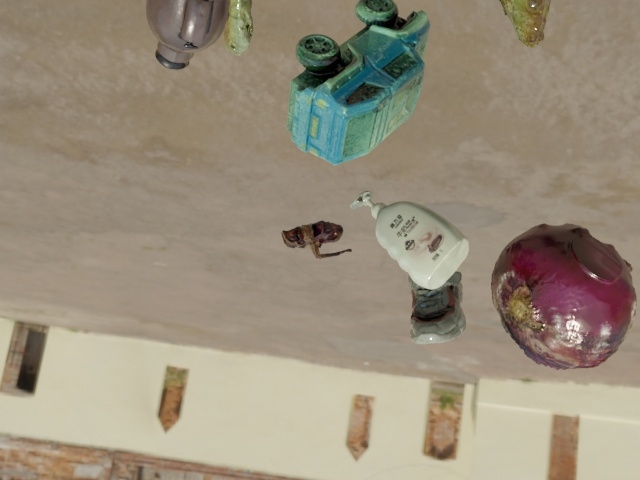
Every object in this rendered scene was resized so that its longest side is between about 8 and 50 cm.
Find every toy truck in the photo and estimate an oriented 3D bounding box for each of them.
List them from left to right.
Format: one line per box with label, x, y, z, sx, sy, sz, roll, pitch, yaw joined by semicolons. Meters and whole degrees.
toy truck;0.064;-0.244;1.115;0.156;0.279;0.155;35;145;19

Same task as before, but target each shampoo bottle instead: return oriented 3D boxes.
shampoo bottle;0.098;-0.014;0.851;0.152;0.077;0.045;44;-175;37

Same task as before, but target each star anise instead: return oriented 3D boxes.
star anise;0.000;0.000;1.508;0.191;0.070;0.097;3;155;-43

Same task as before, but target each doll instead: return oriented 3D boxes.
doll;-0.169;-0.347;0.977;0.117;0.182;0.257;2;156;-19

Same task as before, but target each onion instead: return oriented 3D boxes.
onion;0.307;0.045;0.860;0.198;0.173;0.135;-28;154;-26

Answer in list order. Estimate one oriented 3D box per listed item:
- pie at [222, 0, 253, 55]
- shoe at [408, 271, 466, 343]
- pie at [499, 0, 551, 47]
pie;-0.207;-0.597;1.738;0.071;0.306;0.306;-8;170;-14
shoe;0.208;0.089;1.326;0.099;0.125;0.227;-6;-152;15
pie;0.263;-0.438;0.969;0.103;0.354;0.288;0;-161;16
